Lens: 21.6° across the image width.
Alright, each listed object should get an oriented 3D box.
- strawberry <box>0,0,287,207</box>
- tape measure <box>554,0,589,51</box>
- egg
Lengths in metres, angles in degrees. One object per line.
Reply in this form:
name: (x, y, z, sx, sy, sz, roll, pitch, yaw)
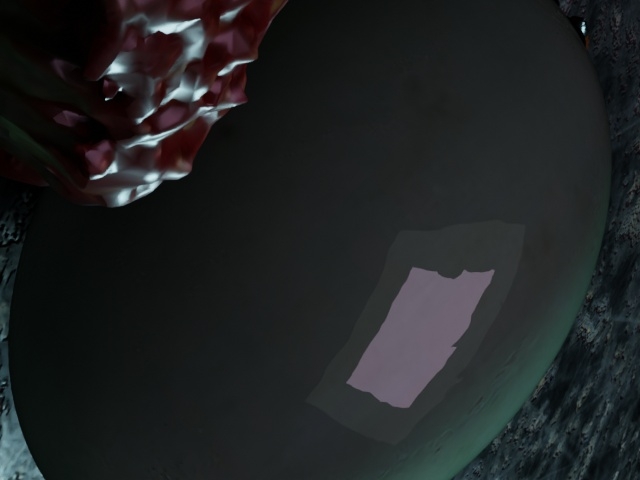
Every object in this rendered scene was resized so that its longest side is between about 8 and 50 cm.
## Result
strawberry: (-0.108, -0.161, 0.595, 0.261, 0.261, 0.257, 78, 33, -49)
tape measure: (0.117, -0.078, 1.198, 0.223, 0.135, 0.202, 45, 62, -67)
egg: (0.000, 0.000, 0.890, 0.389, 0.276, 0.276, -50, 149, -24)
